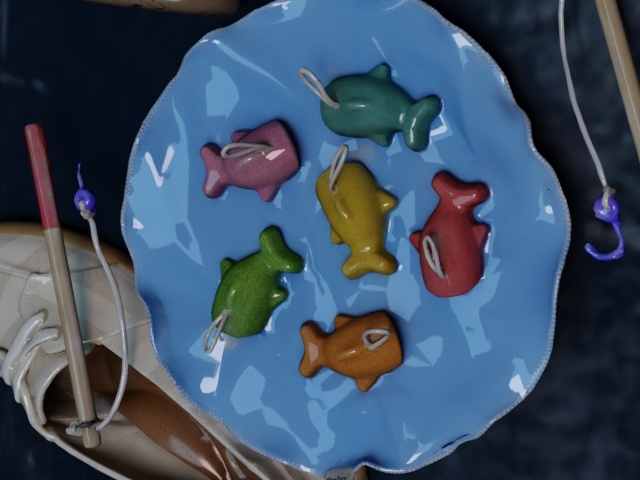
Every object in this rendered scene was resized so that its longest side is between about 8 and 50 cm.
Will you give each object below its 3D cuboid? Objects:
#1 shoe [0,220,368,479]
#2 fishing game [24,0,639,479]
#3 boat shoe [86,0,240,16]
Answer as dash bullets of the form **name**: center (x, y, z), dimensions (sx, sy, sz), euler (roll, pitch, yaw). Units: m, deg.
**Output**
- **shoe**: center (-0.082, 0.058, 0.680), dimensions (0.219, 0.058, 0.077), euler (29, 119, 19)
- **fishing game**: center (0.000, 0.000, 0.594), dimensions (0.264, 0.041, 0.189), euler (-11, 88, 26)
- **boat shoe**: center (-0.114, -0.136, 0.636), dimensions (0.190, 0.068, 0.072), euler (11, 100, 17)
